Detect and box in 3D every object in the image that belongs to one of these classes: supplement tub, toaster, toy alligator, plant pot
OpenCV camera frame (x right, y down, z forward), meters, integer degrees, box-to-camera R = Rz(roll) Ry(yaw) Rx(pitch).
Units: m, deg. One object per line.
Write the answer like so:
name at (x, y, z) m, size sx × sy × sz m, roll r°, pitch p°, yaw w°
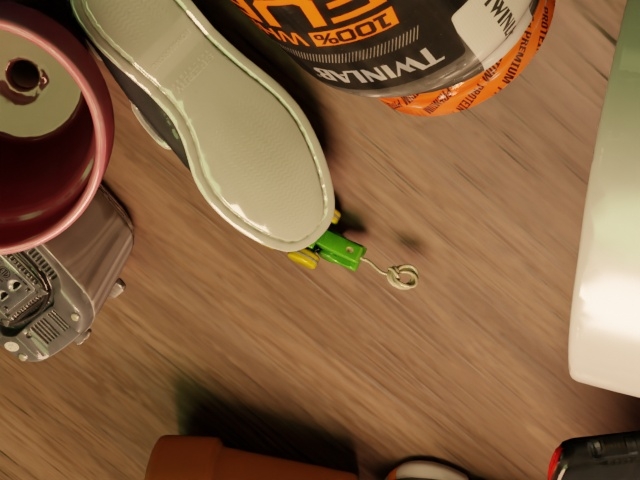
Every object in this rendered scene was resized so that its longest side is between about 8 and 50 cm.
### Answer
supplement tub at (0.013, -0.227, 0.779) m, size 0.207 × 0.207 × 0.338 m, roll -14°, pitch 150°, yaw 28°
toaster at (-0.283, -0.009, 1.150) m, size 0.227 × 0.146 × 0.129 m, roll 45°, pitch 126°, yaw -12°
toy alligator at (0.000, 0.000, 1.112) m, size 0.189 × 0.056 × 0.051 m, roll 27°, pitch 170°, yaw 0°
plant pot at (-0.265, -0.112, 1.013) m, size 0.201 × 0.180 × 0.201 m, roll 0°, pitch 114°, yaw -1°
plant pot at (-0.058, 0.341, 1.239) m, size 0.203 × 0.291 × 0.291 m, roll -2°, pitch 123°, yaw 3°

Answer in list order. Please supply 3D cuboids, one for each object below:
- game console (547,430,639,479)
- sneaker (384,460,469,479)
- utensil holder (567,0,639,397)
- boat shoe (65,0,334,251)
game console at (0.384, 0.293, 1.070) m, size 0.386 × 0.060 × 0.342 m, roll -6°, pitch 123°, yaw -3°
sneaker at (0.190, 0.340, 1.184) m, size 0.321 × 0.180 × 0.125 m, roll 12°, pitch 126°, yaw 13°
utensil holder at (0.378, -0.020, 0.781) m, size 0.385 × 0.328 × 0.328 m, roll 11°, pitch 126°, yaw 16°
boat shoe at (-0.098, -0.121, 1.042) m, size 0.114 × 0.091 × 0.302 m, roll -36°, pitch 107°, yaw -5°
